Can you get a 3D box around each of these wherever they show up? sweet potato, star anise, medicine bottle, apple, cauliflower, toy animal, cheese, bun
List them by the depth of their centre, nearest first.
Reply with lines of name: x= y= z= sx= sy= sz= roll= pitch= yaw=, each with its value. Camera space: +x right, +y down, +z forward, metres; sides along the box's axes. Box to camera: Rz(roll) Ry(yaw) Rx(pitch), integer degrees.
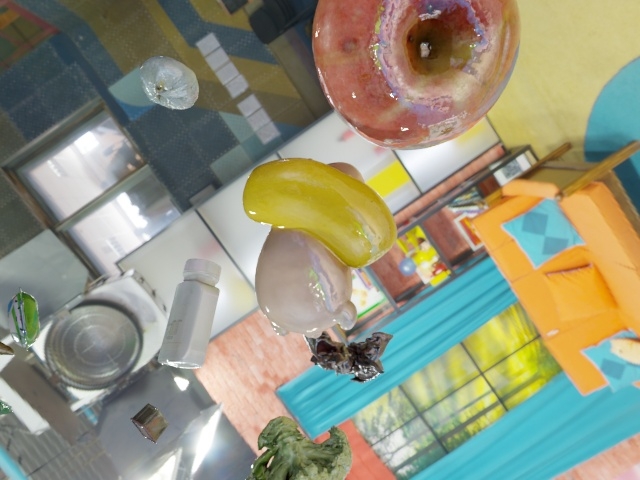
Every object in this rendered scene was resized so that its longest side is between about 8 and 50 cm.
apple: x=0.158 y=-0.347 z=0.907 sx=0.363 sy=0.364 sz=0.364 roll=55 pitch=-177 yaw=-4
toy animal: x=0.021 y=0.002 z=0.983 sx=0.247 sy=0.278 sz=0.344 roll=-12 pitch=-83 yaw=-73
bun: x=-0.353 y=-0.356 z=1.173 sx=0.141 sy=0.083 sz=0.140 roll=15 pitch=156 yaw=7
star anise: x=0.070 y=0.286 z=1.252 sx=0.282 sy=0.213 sz=0.129 roll=59 pitch=-147 yaw=-66
cauliflower: x=-0.072 y=0.585 z=1.319 sx=0.250 sy=0.272 sz=0.275 roll=55 pitch=-157 yaw=23
sweet potato: x=-0.913 y=0.284 z=1.394 sx=0.153 sy=0.041 sz=0.038 roll=17 pitch=-176 yaw=2
medicine bottle: x=-0.362 y=0.205 z=1.436 sx=0.111 sy=0.161 sz=0.295 roll=25 pitch=-119 yaw=-38
cheese: x=-0.919 y=0.241 z=1.571 sx=0.320 sy=0.083 sz=0.203 roll=-21 pitch=77 yaw=61

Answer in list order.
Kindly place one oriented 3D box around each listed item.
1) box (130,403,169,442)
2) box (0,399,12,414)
box: x=-0.459 y=0.493 z=1.374 sx=0.060 sy=0.063 sz=0.084 roll=11 pitch=135 yaw=38
box: x=-1.059 y=0.412 z=1.393 sx=0.264 sy=0.337 sz=0.105 roll=84 pitch=174 yaw=-52
